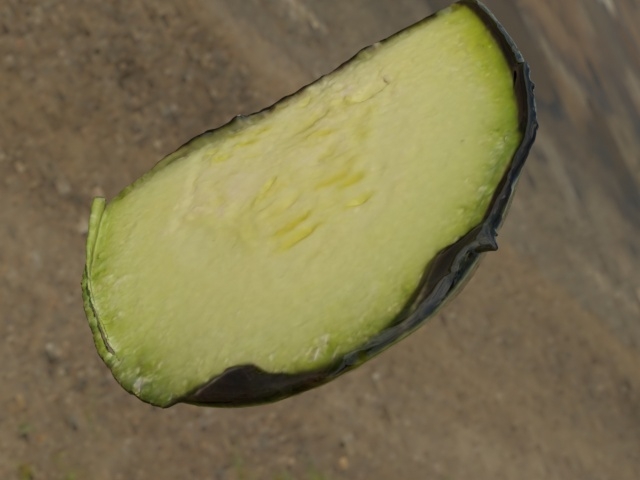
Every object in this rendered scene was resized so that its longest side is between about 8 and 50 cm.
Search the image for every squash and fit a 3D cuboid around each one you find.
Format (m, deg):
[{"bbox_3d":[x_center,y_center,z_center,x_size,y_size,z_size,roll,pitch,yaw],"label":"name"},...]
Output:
[{"bbox_3d":[0.012,0.015,0.634,0.085,0.192,0.184,55,12,-32],"label":"squash"}]
